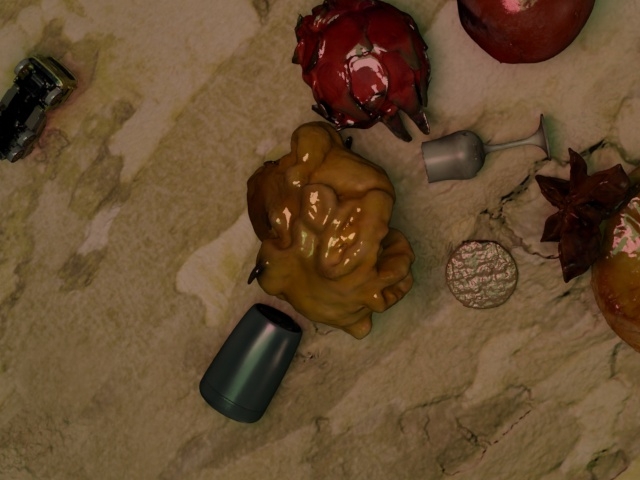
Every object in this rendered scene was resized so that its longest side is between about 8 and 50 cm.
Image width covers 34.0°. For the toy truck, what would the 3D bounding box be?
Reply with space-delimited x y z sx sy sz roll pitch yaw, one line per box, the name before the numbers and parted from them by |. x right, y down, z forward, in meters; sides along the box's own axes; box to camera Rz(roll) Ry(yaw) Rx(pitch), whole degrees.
toy truck | -0.480 -0.220 1.747 0.085 0.116 0.191 41 112 2

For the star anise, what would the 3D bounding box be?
star anise | 0.395 -0.034 1.587 0.111 0.212 0.196 21 78 -22

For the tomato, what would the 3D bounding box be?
tomato | 0.292 -0.360 1.533 0.184 0.208 0.208 -41 90 -6

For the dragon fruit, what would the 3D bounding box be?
dragon fruit | 0.073 -0.266 1.599 0.274 0.192 0.193 40 120 2

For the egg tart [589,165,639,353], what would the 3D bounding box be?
egg tart | 0.546 0.024 1.562 0.319 0.128 0.319 -18 66 47

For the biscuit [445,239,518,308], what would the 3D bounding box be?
biscuit | 0.262 0.056 1.702 0.120 0.015 0.120 2 99 10

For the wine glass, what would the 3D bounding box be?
wine glass | 0.258 -0.141 1.640 0.195 0.079 0.079 -11 97 11

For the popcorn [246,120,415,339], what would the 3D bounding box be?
popcorn | 0.000 0.000 1.615 0.316 0.281 0.297 51 143 19

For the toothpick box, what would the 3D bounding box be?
toothpick box | -0.112 0.200 1.742 0.120 0.120 0.184 31 99 5
